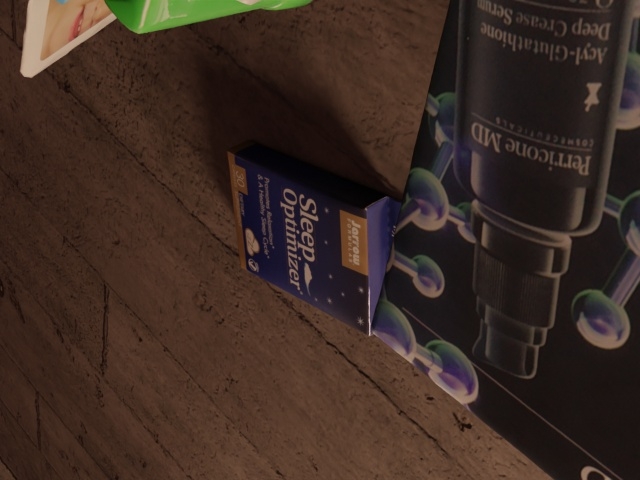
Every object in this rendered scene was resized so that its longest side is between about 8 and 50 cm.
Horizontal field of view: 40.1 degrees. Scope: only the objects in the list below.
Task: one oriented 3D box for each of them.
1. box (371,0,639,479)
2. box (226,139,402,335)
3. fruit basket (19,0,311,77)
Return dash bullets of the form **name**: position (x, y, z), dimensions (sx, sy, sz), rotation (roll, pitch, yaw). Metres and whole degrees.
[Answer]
- **box**: position (0.222, -0.055, 0.373), dimensions (0.293, 0.212, 0.396), rotation (37, 138, 29)
- **box**: position (0.000, 0.000, 0.824), dimensions (0.225, 0.036, 0.136), rotation (24, 130, 38)
- **fruit basket**: position (0.021, -0.247, 0.381), dimensions (0.165, 0.353, 0.327), rotation (45, 140, 8)
